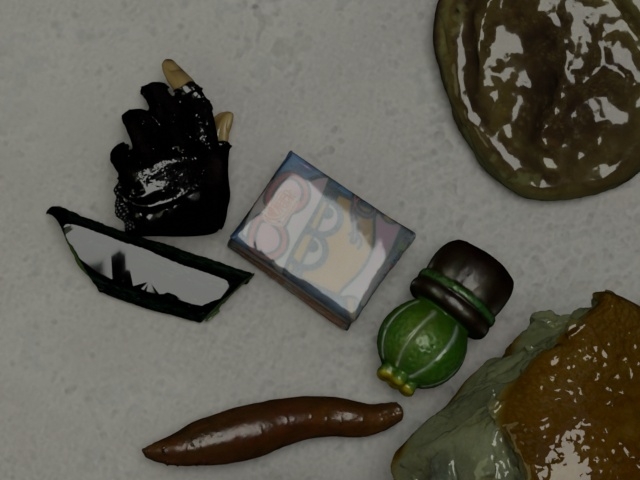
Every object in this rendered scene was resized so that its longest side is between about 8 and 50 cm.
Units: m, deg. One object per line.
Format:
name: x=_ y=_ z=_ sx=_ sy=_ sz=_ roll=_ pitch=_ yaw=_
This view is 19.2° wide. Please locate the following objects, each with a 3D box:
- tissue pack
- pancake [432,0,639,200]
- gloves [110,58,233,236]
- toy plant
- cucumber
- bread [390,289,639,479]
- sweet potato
tissue pack: x=0.000 y=0.000 z=1.918 sx=0.155 sy=0.065 sz=0.115 roll=35 pitch=77 yaw=2
pancake: x=0.255 y=-0.191 z=1.987 sx=0.294 sy=0.049 sz=0.294 roll=1 pitch=80 yaw=-7
gloves: x=-0.148 y=-0.097 z=1.898 sx=0.129 sy=0.106 sz=0.181 roll=-4 pitch=85 yaw=-5
toy plant: x=0.118 y=0.082 z=1.903 sx=0.093 sy=0.093 sz=0.162 roll=38 pitch=78 yaw=1
cucumber: x=-0.181 y=0.030 z=1.906 sx=0.220 sy=0.046 sz=0.070 roll=19 pitch=86 yaw=-1
bread: x=0.230 y=0.217 z=1.820 sx=0.279 sy=0.225 sz=0.250 roll=-39 pitch=89 yaw=-25
sweet potato: x=-0.047 y=0.185 z=1.887 sx=0.264 sy=0.057 sz=0.057 roll=-11 pitch=82 yaw=-10
